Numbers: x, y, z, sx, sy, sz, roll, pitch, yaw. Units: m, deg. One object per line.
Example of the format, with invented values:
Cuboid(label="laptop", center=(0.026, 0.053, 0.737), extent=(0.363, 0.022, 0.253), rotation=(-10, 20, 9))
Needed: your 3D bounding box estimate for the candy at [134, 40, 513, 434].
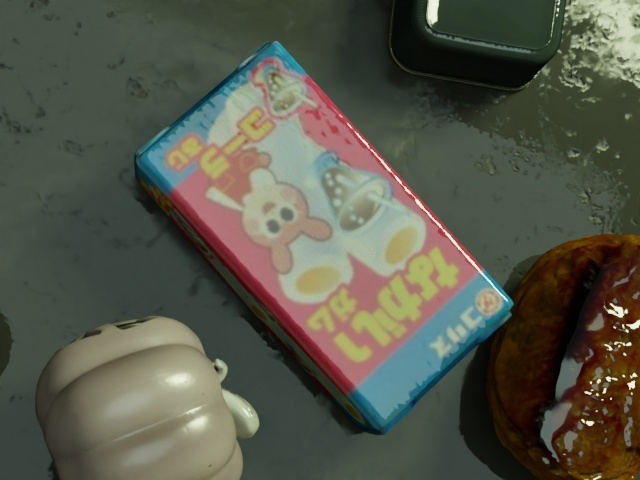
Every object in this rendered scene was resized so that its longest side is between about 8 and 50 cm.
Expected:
Cuboid(label="candy", center=(0.000, 0.000, 1.183), extent=(0.157, 0.100, 0.306), rotation=(-42, 89, -12))

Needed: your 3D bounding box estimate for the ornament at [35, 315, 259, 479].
Cuboid(label="ornament", center=(-0.135, 0.144, 1.108), extent=(0.177, 0.177, 0.177), rotation=(1, 83, -8))

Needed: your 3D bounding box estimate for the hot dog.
Cuboid(label="hot dog", center=(0.230, 0.103, 1.200), extent=(0.160, 0.099, 0.227), rotation=(27, 79, -4))

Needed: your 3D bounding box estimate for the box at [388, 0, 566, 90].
Cuboid(label="box", center=(0.145, -0.244, 1.238), extent=(0.144, 0.090, 0.201), rotation=(10, 82, -6))
